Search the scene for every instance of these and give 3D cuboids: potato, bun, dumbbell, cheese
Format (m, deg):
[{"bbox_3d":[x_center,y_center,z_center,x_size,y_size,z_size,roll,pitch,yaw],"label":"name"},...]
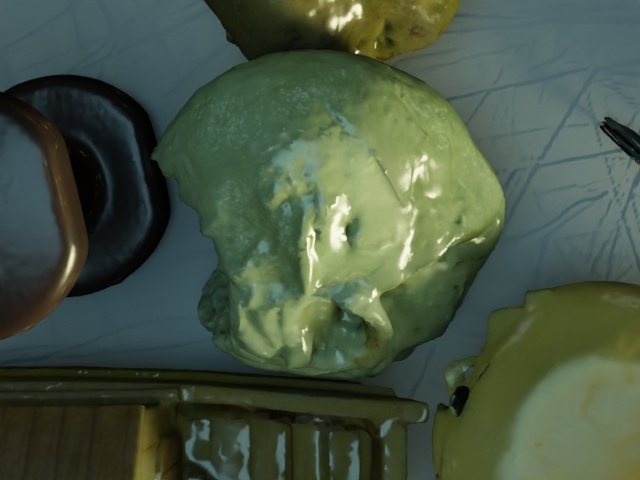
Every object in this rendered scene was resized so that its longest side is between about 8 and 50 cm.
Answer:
[{"bbox_3d":[-0.006,-0.190,1.072,0.154,0.137,0.200,-26,92,-20],"label":"potato"},{"bbox_3d":[0.000,0.000,1.052,0.204,0.126,0.212,-34,127,23],"label":"bun"},{"bbox_3d":[-0.172,-0.023,1.060,0.124,0.225,0.140,-12,96,10],"label":"dumbbell"},{"bbox_3d":[0.204,0.155,1.050,0.316,0.128,0.259,42,77,-2],"label":"cheese"}]

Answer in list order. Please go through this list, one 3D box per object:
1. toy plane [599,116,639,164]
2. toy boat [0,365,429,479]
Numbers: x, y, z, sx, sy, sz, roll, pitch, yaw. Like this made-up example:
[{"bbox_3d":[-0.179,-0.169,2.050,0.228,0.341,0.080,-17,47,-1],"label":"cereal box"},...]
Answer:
[{"bbox_3d":[0.256,-0.026,1.075,0.078,0.053,0.197,-46,74,9],"label":"toy plane"},{"bbox_3d":[-0.155,0.128,1.106,0.445,0.162,0.136,-1,92,8],"label":"toy boat"}]
